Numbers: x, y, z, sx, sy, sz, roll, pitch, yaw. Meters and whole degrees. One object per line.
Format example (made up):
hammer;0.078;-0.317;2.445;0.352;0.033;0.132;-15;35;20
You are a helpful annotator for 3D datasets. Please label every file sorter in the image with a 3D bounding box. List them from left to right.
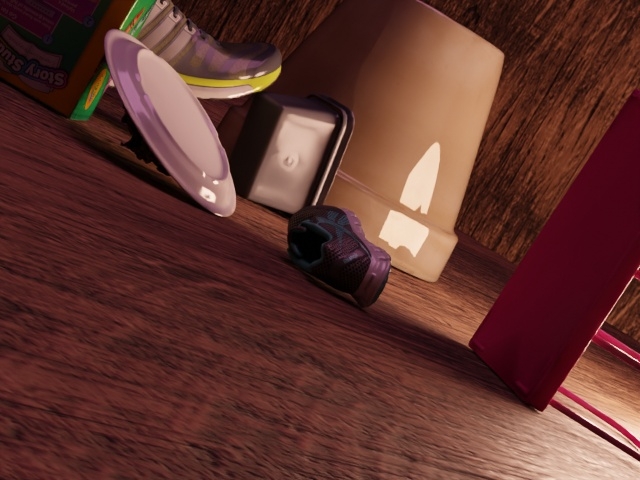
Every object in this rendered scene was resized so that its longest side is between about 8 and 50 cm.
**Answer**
file sorter;0.309;0.043;1.798;0.182;0.291;0.202;32;4;-15

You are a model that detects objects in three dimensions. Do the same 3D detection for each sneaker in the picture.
sneaker;-0.168;-0.213;2.010;0.300;0.121;0.111;4;10;-33
sneaker;0.000;0.000;1.737;0.076;0.065;0.166;23;6;-28

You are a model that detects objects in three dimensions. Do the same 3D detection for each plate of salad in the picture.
plate of salad;-0.143;-0.102;1.788;0.200;0.048;0.200;53;16;-22

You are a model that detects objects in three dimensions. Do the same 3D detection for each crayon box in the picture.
crayon box;-0.304;-0.251;1.855;0.278;0.165;0.081;31;5;2

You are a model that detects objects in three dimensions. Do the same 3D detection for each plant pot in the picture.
plant pot;0.070;-0.147;2.342;0.323;0.280;0.323;31;4;-3

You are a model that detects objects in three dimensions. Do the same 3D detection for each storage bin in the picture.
storage bin;-0.043;-0.096;2.079;0.091;0.135;0.098;13;15;-40
